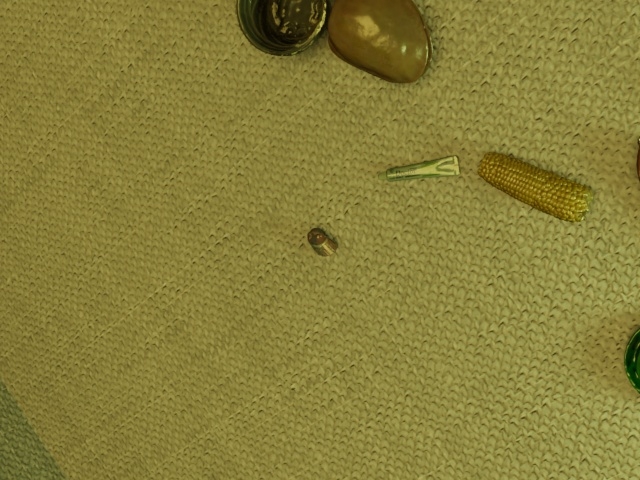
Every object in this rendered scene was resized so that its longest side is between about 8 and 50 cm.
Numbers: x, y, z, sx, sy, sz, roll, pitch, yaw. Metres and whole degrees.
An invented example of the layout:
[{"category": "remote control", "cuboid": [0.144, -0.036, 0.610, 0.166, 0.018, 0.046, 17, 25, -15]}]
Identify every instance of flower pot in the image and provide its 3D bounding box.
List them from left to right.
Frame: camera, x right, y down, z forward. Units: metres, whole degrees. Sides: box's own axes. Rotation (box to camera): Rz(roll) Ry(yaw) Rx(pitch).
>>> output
[{"category": "flower pot", "cuboid": [-0.072, -0.550, 1.836, 0.235, 0.140, 0.235, 5, 104, 21]}]

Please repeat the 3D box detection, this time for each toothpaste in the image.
[{"category": "toothpaste", "cuboid": [0.232, -0.165, 1.851, 0.197, 0.029, 0.048, -7, 98, 20]}]

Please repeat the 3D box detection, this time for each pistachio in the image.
[{"category": "pistachio", "cuboid": [0.141, -0.475, 1.758, 0.260, 0.163, 0.212, 28, 134, 9]}]

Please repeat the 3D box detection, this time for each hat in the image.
[{"category": "hat", "cuboid": [0.002, 0.001, 1.972, 0.087, 0.042, 0.058, 32, 118, -23]}]

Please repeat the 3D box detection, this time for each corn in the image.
[{"category": "corn", "cuboid": [0.476, -0.121, 1.731, 0.260, 0.091, 0.091, 27, 111, 20]}]

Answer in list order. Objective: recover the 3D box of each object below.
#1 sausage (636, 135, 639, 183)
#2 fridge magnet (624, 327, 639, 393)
[{"category": "sausage", "cuboid": [0.759, -0.083, 1.617, 0.112, 0.112, 0.328, -41, 83, 23]}, {"category": "fridge magnet", "cuboid": [0.770, 0.268, 1.687, 0.208, 0.088, 0.208, 4, 102, 21]}]
